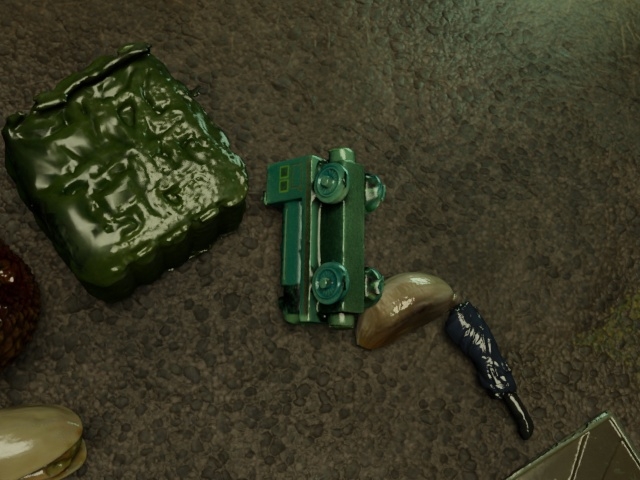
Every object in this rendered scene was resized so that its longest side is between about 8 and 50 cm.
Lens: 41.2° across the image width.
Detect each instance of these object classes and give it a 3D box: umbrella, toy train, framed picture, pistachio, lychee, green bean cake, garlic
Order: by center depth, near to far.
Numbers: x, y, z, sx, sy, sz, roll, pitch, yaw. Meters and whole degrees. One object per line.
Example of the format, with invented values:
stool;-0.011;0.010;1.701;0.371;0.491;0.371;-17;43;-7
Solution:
lychee;-0.563;0.113;1.263;0.271;0.271;0.272;2;73;-7
pistachio;-0.461;0.311;1.265;0.215;0.144;0.144;-9;74;-18
green bean cake;-0.303;-0.106;1.370;0.335;0.218;0.319;-38;82;-15
toy train;0.000;0.000;1.406;0.120;0.194;0.298;12;75;-48
framed picture;0.426;0.443;1.406;0.289;0.016;0.213;-28;78;-15
garlic;0.145;0.104;1.425;0.195;0.101;0.087;-24;50;-22
umbrella;0.289;0.219;1.440;0.071;0.071;0.248;-30;86;-15
